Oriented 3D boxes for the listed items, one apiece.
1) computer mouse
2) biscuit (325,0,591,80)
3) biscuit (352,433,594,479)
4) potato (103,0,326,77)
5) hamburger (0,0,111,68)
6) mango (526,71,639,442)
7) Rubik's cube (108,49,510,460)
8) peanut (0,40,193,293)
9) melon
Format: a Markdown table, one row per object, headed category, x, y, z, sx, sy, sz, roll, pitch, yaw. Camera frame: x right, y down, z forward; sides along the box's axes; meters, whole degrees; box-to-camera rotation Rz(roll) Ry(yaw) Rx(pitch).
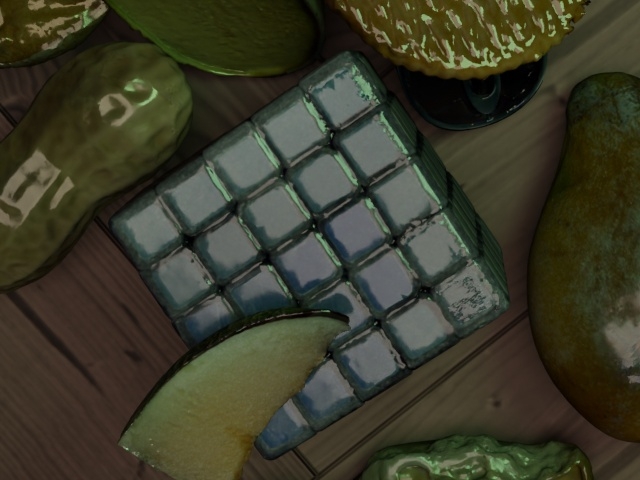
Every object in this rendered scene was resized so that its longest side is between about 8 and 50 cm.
| category | x | y | z | sx | sy | sz | roll | pitch | yaw |
| --- | --- | --- | --- | --- | --- | --- | --- | --- | --- |
| computer mouse | 0.110 | -0.207 | 1.187 | 0.137 | 0.096 | 0.233 | -22 | 97 | 6 |
| biscuit | 0.105 | -0.252 | 1.120 | 0.254 | 0.035 | 0.254 | 1 | 85 | -8 |
| biscuit | 0.077 | 0.288 | 1.286 | 0.335 | 0.078 | 0.329 | 24 | 103 | -1 |
| potato | -0.085 | -0.230 | 1.130 | 0.160 | 0.272 | 0.111 | -5 | 69 | 24 |
| hamburger | -0.288 | -0.290 | 1.176 | 0.265 | 0.134 | 0.285 | -3 | 106 | 0 |
| mango | 0.271 | 0.013 | 1.200 | 0.193 | 0.146 | 0.316 | -3 | 85 | 2 |
| Rubik's cube | 0.000 | 0.000 | 1.156 | 0.237 | 0.238 | 0.237 | -34 | 96 | 9 |
| peanut | -0.229 | -0.058 | 1.209 | 0.298 | 0.136 | 0.120 | -41 | 101 | 14 |
| melon | -0.063 | 0.104 | 1.035 | 0.098 | 0.054 | 0.182 | 33 | 107 | -8 |
